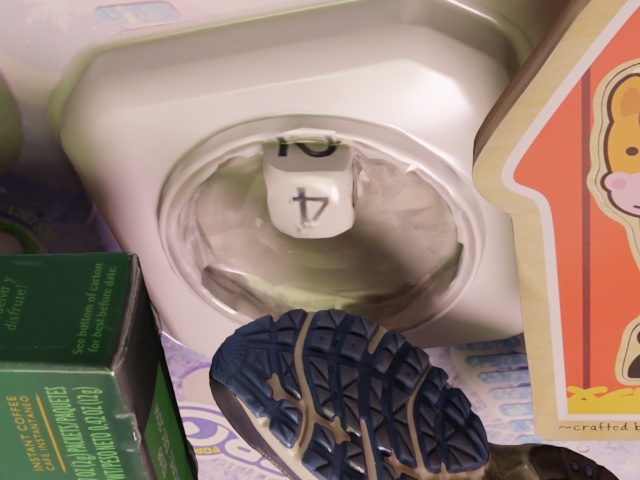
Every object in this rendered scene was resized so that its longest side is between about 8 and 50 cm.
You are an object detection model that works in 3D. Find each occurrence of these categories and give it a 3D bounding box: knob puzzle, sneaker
[{"bbox_3d":[0.127,-0.012,0.390,0.213,0.030,0.213,4,138,3],"label":"knob puzzle"},{"bbox_3d":[0.019,0.067,0.477,0.135,0.052,0.058,35,136,-27],"label":"sneaker"}]

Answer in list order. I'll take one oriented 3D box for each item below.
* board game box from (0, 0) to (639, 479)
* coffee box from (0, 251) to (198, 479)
[{"bbox_3d":[0.000,0.000,0.480,0.390,0.050,0.390,22,136,-17],"label":"board game box"},{"bbox_3d":[-0.128,0.053,0.488,0.184,0.040,0.113,0,138,8],"label":"coffee box"}]
